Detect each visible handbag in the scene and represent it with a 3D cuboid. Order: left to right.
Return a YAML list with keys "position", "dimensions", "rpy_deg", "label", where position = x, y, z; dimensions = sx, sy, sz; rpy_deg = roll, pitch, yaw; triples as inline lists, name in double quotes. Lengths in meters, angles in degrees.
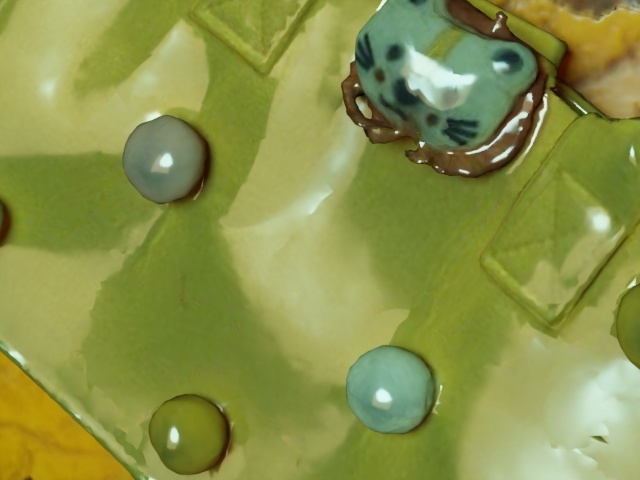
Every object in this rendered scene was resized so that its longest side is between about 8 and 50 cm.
- position: [0.000, 0.000, 0.714]
  dimensions: [0.401, 0.133, 0.283]
  rpy_deg: [43, 108, 15]
  label: "handbag"
